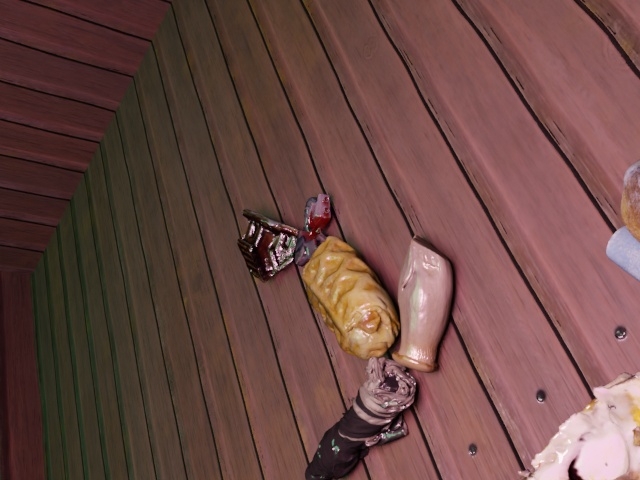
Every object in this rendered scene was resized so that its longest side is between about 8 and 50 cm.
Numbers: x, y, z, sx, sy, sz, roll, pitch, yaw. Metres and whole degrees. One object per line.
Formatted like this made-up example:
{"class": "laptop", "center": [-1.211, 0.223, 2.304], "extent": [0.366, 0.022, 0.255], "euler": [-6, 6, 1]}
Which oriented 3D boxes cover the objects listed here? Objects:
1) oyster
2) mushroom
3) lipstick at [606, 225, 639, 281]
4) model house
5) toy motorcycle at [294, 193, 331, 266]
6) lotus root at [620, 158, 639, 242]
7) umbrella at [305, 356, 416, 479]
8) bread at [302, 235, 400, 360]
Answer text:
{"class": "oyster", "center": [0.369, 0.324, 1.039], "extent": [0.201, 0.107, 0.354], "euler": [-100, 31, -43]}
{"class": "mushroom", "center": [0.181, 0.108, 1.385], "extent": [0.108, 0.096, 0.247], "euler": [-2, 82, 36]}
{"class": "lipstick", "center": [0.483, 0.066, 0.997], "extent": [0.068, 0.061, 0.274], "euler": [-57, 39, 10]}
{"class": "model house", "center": [-0.123, 0.022, 1.822], "extent": [0.165, 0.106, 0.152], "euler": [26, 101, 59]}
{"class": "toy motorcycle", "center": [-0.001, 0.000, 1.677], "extent": [0.122, 0.082, 0.213], "euler": [-25, 62, 50]}
{"class": "lotus root", "center": [0.505, -0.029, 0.913], "extent": [0.322, 0.140, 0.158], "euler": [26, 78, 48]}
{"class": "umbrella", "center": [0.071, 0.360, 1.489], "extent": [0.113, 0.106, 0.358], "euler": [-103, 33, -44]}
{"class": "bread", "center": [0.060, 0.115, 1.500], "extent": [0.268, 0.130, 0.152], "euler": [-128, 29, -54]}
